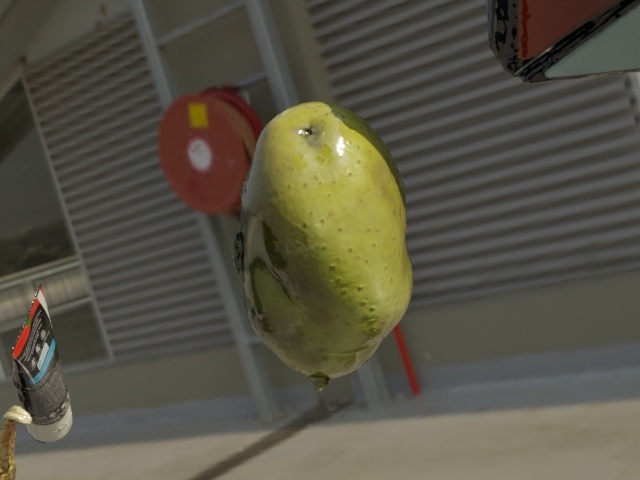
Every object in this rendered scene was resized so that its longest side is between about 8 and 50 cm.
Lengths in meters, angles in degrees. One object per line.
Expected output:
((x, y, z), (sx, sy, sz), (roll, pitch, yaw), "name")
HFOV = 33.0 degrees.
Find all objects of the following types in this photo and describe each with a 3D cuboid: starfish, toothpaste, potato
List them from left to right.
((-0.300, 0.254, 0.985), (0.050, 0.138, 0.247), (2, -37, -22), "starfish")
((-0.256, 0.119, 0.985), (0.045, 0.071, 0.193), (11, -36, 2), "toothpaste")
((0.000, 0.000, 0.875), (0.144, 0.248, 0.169), (-20, 48, -15), "potato")

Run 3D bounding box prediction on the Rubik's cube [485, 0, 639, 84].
((0.239, -0.288, 0.780), (0.249, 0.246, 0.250), (-4, -31, 6), "Rubik's cube")
